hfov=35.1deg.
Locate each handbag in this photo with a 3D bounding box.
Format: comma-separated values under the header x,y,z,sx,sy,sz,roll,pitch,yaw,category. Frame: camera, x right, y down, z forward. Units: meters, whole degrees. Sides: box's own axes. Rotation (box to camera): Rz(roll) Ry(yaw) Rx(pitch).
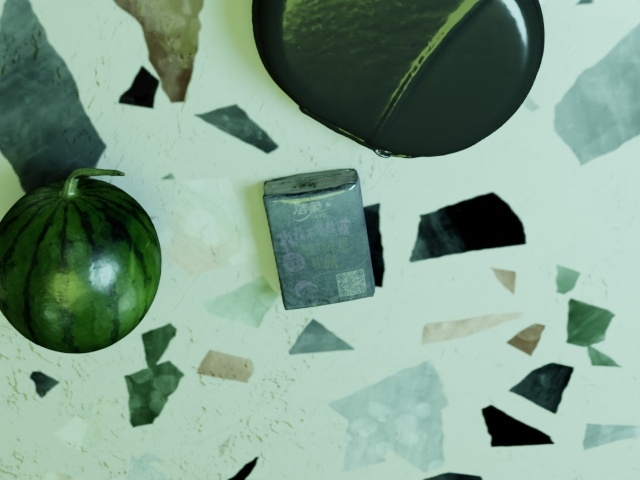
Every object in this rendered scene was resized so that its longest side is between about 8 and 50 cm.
x,y,z,sx,sy,sz,roll,pitch,yaw,category
0.078,-0.211,1.033,0.308,0.093,0.254,27,115,-15,handbag

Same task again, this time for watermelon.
x,y,z,sx,sy,sz,roll,pitch,yaw,category
-0.268,0.017,1.105,0.187,0.188,0.215,-2,125,1,watermelon

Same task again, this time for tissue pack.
x,y,z,sx,sy,sz,roll,pitch,yaw,category
0.000,0.000,1.177,0.112,0.051,0.156,-9,119,1,tissue pack
